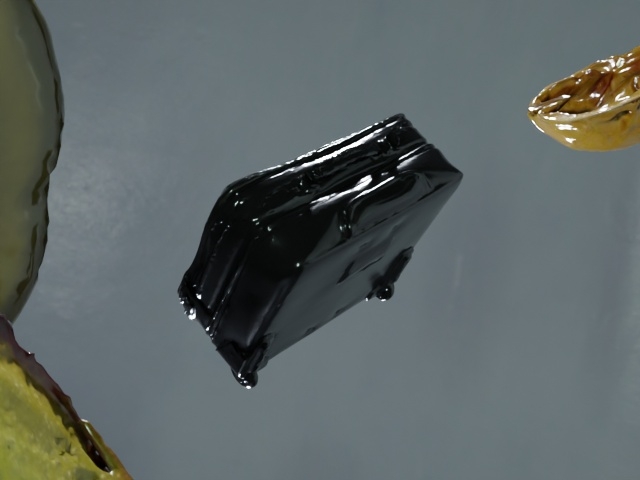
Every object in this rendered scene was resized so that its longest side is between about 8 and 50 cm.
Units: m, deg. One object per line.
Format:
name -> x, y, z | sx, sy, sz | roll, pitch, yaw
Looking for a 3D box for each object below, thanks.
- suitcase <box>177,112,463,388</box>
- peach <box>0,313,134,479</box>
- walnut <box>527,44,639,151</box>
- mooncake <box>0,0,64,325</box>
suitcase -> 0.000, 0.000, 1.164 | 0.188, 0.345, 0.339 | 51, 143, 16
peach -> -0.194, 0.189, 0.389 | 0.201, 0.362, 0.258 | -35, 16, 11
walnut -> 0.354, -0.156, 1.007 | 0.087, 0.211, 0.167 | 61, -154, -18
mooncake -> -0.434, -0.080, 0.643 | 0.262, 0.467, 0.467 | 26, 108, 61
